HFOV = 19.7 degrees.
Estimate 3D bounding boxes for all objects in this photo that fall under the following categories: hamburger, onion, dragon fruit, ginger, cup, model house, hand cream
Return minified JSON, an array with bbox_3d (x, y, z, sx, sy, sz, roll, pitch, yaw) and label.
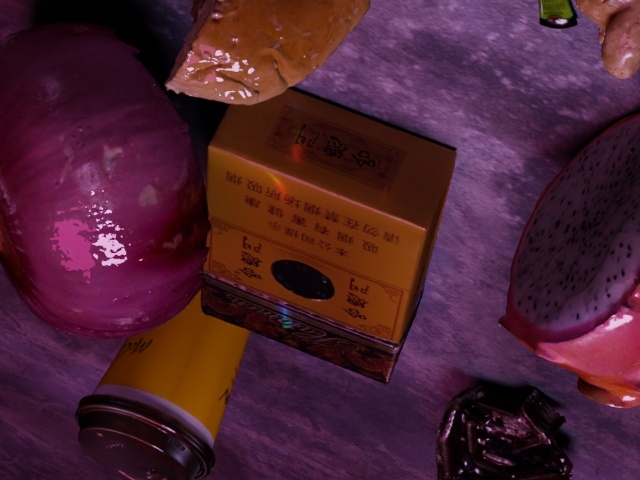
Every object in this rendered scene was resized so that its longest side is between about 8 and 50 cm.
[{"bbox_3d":[-0.045,-0.213,1.728,0.155,0.208,0.135,33,154,-7],"label":"hamburger"},{"bbox_3d":[-0.283,-0.054,2.031,0.345,0.358,0.358,-23,138,7],"label":"onion"},{"bbox_3d":[0.325,0.035,1.798,0.189,0.291,0.290,32,151,-19],"label":"dragon fruit"},{"bbox_3d":[0.262,-0.246,1.570,0.081,0.115,0.205,8,128,-4],"label":"ginger"},{"bbox_3d":[-0.196,0.182,2.449,0.196,0.280,0.196,19,153,10],"label":"cup"},{"bbox_3d":[0.247,0.281,2.430,0.164,0.141,0.203,24,152,22],"label":"model house"},{"bbox_3d":[0.209,-0.234,1.687,0.036,0.023,0.122,0,147,18],"label":"hand cream"}]

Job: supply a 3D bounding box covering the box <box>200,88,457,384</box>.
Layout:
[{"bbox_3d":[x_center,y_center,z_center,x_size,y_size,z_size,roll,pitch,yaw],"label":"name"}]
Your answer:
[{"bbox_3d":[0.000,0.000,2.158,0.264,0.116,0.415,20,151,5],"label":"box"}]
